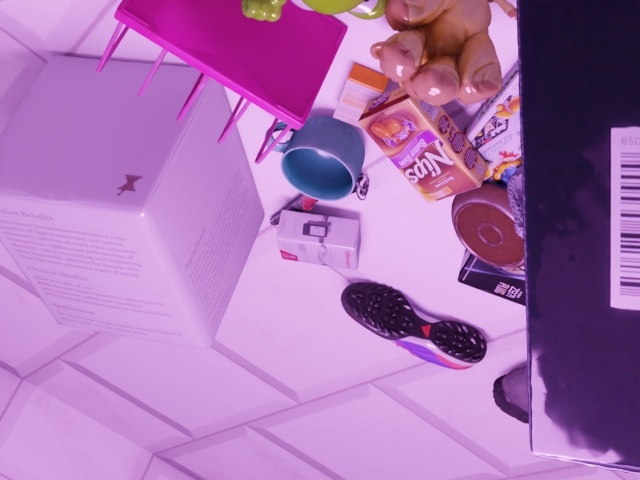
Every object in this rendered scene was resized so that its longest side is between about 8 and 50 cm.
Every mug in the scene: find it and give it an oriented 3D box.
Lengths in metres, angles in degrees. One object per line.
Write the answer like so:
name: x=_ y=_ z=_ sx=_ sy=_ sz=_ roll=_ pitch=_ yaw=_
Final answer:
mug: x=0.002 y=-0.152 z=1.537 sx=0.129 sy=0.097 sz=0.158 roll=-9 pitch=135 yaw=37

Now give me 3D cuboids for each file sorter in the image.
file sorter: x=-0.151 y=-0.276 z=1.365 sx=0.291 sy=0.202 sz=0.182 roll=30 pitch=147 yaw=-13

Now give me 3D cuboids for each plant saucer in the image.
plant saucer: x=0.280 y=-0.016 z=1.499 sx=0.168 sy=0.029 sz=0.168 roll=27 pitch=144 yaw=22

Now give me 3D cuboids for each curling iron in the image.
curling iron: x=-0.010 y=-0.069 z=1.710 sx=0.068 sy=0.035 sz=0.274 roll=39 pitch=141 yaw=-25

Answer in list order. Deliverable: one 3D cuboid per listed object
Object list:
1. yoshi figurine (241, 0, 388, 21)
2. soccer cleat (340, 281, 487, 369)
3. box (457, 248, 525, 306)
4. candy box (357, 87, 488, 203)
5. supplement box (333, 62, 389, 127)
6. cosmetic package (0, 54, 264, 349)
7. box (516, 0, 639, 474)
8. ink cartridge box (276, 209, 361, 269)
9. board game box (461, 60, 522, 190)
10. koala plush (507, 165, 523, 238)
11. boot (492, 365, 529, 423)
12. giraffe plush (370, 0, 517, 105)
yoshi figurine: x=-0.070 y=-0.385 z=1.185 sx=0.362 sy=0.203 sz=0.203 roll=20 pitch=139 yaw=-3
soccer cleat: x=0.179 y=0.186 z=1.901 sx=0.318 sy=0.108 sz=0.116 roll=23 pitch=149 yaw=-6
box: x=0.339 y=0.023 z=1.615 sx=0.147 sy=0.077 sz=0.180 roll=20 pitch=145 yaw=1
candy box: x=0.159 y=-0.147 z=1.420 sx=0.109 sy=0.053 sz=0.186 roll=-19 pitch=124 yaw=45
supplement box: x=0.064 y=-0.225 z=1.459 sx=0.062 sy=0.036 sz=0.098 roll=22 pitch=145 yaw=-2
cosmetic package: x=-0.331 y=-0.063 z=1.632 sx=0.329 sy=0.327 sz=0.393 roll=8 pitch=144 yaw=17
box: x=0.399 y=-0.080 z=0.956 sx=0.297 sy=0.472 sz=0.479 roll=4 pitch=110 yaw=26
ink cartridge box: x=0.000 y=0.000 z=1.744 sx=0.150 sy=0.063 sz=0.109 roll=8 pitch=158 yaw=7
board game box: x=0.325 y=-0.149 z=1.412 sx=0.193 sy=0.053 sz=0.305 roll=25 pitch=145 yaw=-7
koala plush: x=0.414 y=-0.038 z=1.332 sx=0.196 sy=0.203 sz=0.221 roll=33 pitch=129 yaw=-29
boot: x=0.545 y=0.339 z=1.910 sx=0.338 sy=0.118 sz=0.222 roll=25 pitch=140 yaw=-14
giraffe plush: x=0.149 y=-0.262 z=1.260 sx=0.181 sy=0.210 sz=0.170 roll=29 pitch=161 yaw=-10
